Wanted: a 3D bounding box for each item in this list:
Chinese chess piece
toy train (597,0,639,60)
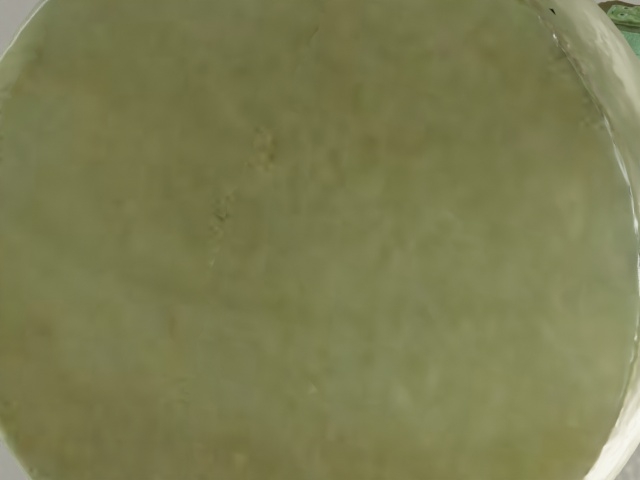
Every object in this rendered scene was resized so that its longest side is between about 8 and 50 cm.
[{"bbox_3d":[0.000,0.000,0.518,0.238,0.237,0.092,11,-169,14],"label":"Chinese chess piece"},{"bbox_3d":[0.177,-0.060,0.920,0.071,0.148,0.038,14,-142,25],"label":"toy train"}]
